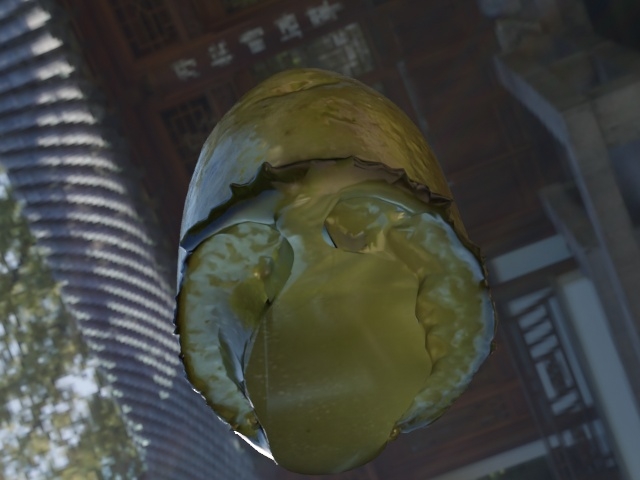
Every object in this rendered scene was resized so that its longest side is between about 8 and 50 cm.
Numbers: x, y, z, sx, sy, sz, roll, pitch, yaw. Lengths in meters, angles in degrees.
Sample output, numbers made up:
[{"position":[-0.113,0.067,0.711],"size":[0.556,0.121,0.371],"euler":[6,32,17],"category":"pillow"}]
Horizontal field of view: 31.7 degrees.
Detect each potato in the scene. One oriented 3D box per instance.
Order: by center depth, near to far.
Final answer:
[{"position":[0.000,0.000,0.810],"size":[0.242,0.242,0.285],"euler":[-103,-6,-49],"category":"potato"}]
